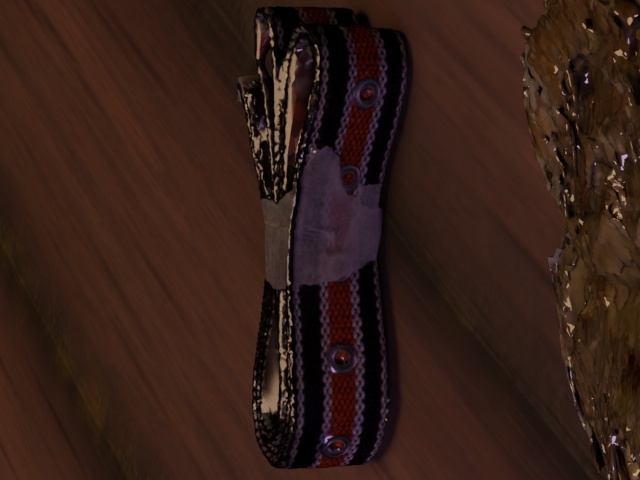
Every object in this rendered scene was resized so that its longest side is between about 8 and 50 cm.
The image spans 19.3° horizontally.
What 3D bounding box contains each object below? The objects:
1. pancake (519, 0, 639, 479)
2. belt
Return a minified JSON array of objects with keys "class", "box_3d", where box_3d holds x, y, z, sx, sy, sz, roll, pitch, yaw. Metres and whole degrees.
[{"class":"pancake","box_3d":[0.183,0.016,1.048,0.382,0.071,0.382,171,90,-84]},{"class":"belt","box_3d":[0.000,0.000,1.445,0.126,0.094,0.359,7,99,58]}]
